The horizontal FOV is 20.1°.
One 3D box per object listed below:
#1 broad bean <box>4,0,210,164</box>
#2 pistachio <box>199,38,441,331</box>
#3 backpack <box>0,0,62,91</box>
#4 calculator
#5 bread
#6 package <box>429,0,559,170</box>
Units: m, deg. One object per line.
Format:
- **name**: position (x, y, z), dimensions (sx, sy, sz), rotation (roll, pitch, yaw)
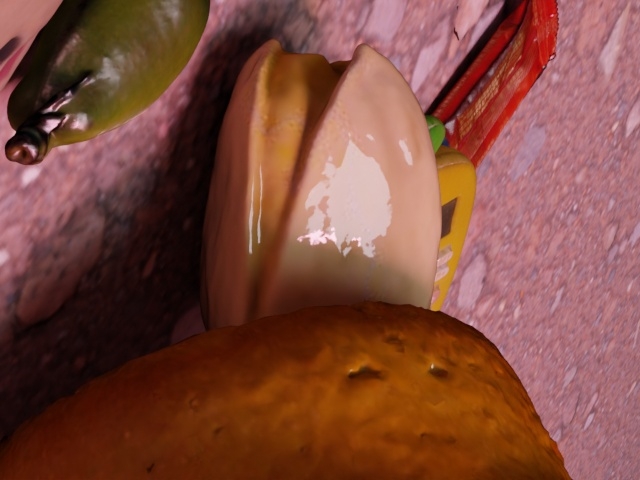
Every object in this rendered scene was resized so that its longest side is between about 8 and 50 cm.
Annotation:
- **broad bean**: position (-0.065, -0.103, 0.732), dimensions (0.213, 0.048, 0.070), rotation (-51, 153, -32)
- **pistachio**: position (0.000, 0.000, 0.876), dimensions (0.145, 0.117, 0.200), rotation (-70, 172, -47)
- **backpack**: position (-0.144, -0.103, 0.478), dimensions (0.229, 0.139, 0.229), rotation (-46, 169, -12)
- **calculator**: position (0.030, 0.019, 1.046), dimensions (0.146, 0.032, 0.235), rotation (-30, 145, -35)
- **bread**: position (-0.014, 0.151, 0.835), dimensions (0.312, 0.172, 0.312), rotation (-16, 156, -7)
- **package**: position (0.087, -0.067, 1.106), dimensions (0.200, 0.022, 0.083), rotation (-51, 152, -18)
